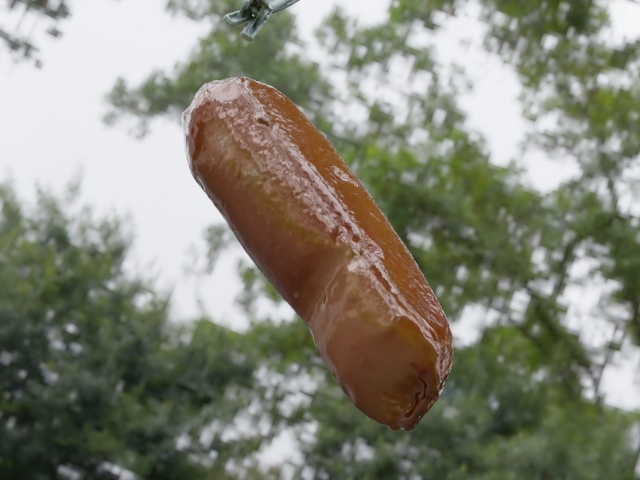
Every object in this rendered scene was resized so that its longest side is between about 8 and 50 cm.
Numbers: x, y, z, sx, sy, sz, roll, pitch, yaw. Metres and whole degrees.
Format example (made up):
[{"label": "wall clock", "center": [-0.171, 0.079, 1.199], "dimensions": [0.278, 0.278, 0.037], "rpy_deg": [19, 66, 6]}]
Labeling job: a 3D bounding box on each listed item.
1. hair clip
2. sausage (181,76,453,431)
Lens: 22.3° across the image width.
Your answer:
[{"label": "hair clip", "center": [-0.039, -0.206, 1.371], "dimensions": [0.030, 0.115, 0.039], "rpy_deg": [42, -57, 0]}, {"label": "sausage", "center": [0.000, 0.000, 1.227], "dimensions": [0.094, 0.348, 0.097], "rpy_deg": [-5, -44, -40]}]
